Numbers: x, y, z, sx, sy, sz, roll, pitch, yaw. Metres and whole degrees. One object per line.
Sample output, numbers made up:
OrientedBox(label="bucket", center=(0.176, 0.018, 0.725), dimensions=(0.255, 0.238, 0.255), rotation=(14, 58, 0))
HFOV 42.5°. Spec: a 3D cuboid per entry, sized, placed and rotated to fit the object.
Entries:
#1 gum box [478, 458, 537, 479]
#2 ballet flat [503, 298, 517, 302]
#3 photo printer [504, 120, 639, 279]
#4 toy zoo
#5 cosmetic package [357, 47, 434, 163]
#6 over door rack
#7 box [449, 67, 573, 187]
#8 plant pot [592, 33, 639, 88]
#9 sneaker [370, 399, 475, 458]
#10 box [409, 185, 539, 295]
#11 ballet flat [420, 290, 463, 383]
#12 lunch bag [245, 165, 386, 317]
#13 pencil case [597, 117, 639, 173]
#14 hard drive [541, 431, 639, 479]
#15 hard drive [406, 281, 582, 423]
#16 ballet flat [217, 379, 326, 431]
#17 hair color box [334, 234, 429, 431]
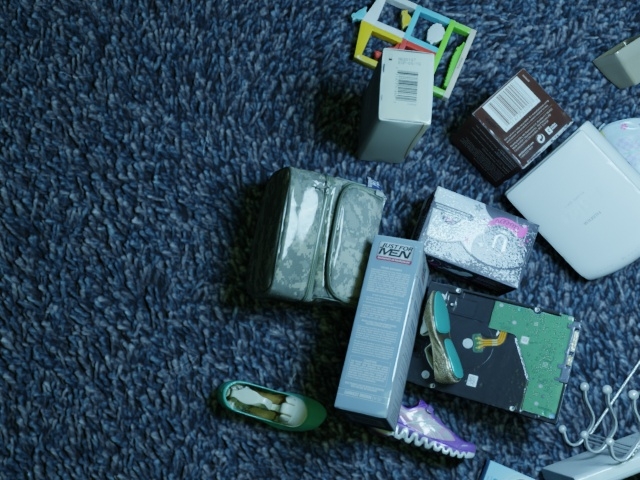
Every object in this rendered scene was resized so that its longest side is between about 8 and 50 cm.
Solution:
OrientedBox(label="gum box", center=(0.427, 0.593, 1.813), dimensions=(0.184, 0.041, 0.156), rotation=(24, 79, -1))
OrientedBox(label="ballet flat", center=(0.436, 0.246, 1.861), dimensions=(0.077, 0.077, 0.230), rotation=(3, 78, -21))
OrientedBox(label="photo printer", center=(0.609, -0.076, 1.853), dimensions=(0.307, 0.107, 0.256), rotation=(48, 122, 3))
OrientedBox(label="toy zoo", center=(0.207, -0.479, 1.982), dimensions=(0.293, 0.030, 0.192), rotation=(23, 79, -1))
OrientedBox(label="cosmetic package", center=(0.160, -0.286, 1.804), dimensions=(0.113, 0.309, 0.160), rotation=(5, 81, -4))
OrientedBox(label="over door rack", center=(0.680, 0.328, 1.783), dimensions=(0.324, 0.239, 0.108), rotation=(-40, 91, -10))
OrientedBox(label="box", center=(0.431, -0.251, 1.875), dimensions=(0.168, 0.203, 0.167), rotation=(-42, 87, -10))
OrientedBox(label="plant pot", center=(0.749, -0.429, 1.988), dimensions=(0.109, 0.109, 0.096), rotation=(-33, 97, -10))
OrientedBox(label="sneaker", center=(0.234, 0.409, 1.806), dimensions=(0.237, 0.095, 0.104), rotation=(20, 72, 0))
OrientedBox(label="box", center=(0.339, 0.002, 1.855), dimensions=(0.247, 0.142, 0.163), rotation=(22, 80, -2))
OrientedBox(label="ballet flat", center=(0.250, 0.212, 1.779), dimensions=(0.067, 0.073, 0.206), rotation=(-25, 63, 34))
OrientedBox(label="lunch bag", center=(0.000, 0.000, 1.802), dimensions=(0.256, 0.212, 0.305), rotation=(13, 80, -21))
OrientedBox(label="pencil case", center=(0.737, -0.151, 1.932), dimensions=(0.124, 0.113, 0.273), rotation=(-14, 81, 22))
OrientedBox(label="hard drive", center=(0.655, 0.466, 1.772), dimensions=(0.308, 0.203, 0.040), rotation=(-18, 83, -8))
OrientedBox(label="hard drive", center=(0.376, 0.242, 1.799), dimensions=(0.339, 0.064, 0.236), rotation=(12, 79, 21))
OrientedBox(label="ballet flat", center=(-0.106, 0.362, 1.782), dimensions=(0.247, 0.087, 0.083), rotation=(15, 79, -3))
OrientedBox(label="hair color box", center=(0.137, 0.197, 1.742), dimensions=(0.114, 0.185, 0.374), rotation=(10, 71, 15))
